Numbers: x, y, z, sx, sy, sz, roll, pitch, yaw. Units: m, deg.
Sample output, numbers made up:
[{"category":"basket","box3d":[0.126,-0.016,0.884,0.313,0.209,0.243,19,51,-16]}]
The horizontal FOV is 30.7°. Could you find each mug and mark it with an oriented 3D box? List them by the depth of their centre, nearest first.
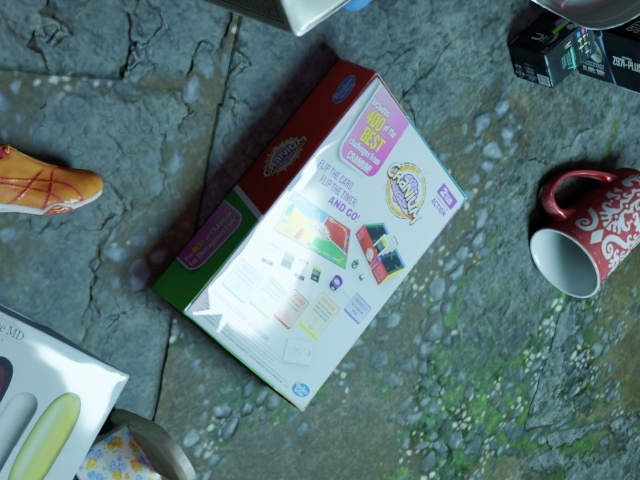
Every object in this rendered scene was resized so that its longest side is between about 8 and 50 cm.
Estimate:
[{"category":"mug","box3d":[0.377,-0.030,1.563,0.169,0.113,0.150,-38,134,-26]}]

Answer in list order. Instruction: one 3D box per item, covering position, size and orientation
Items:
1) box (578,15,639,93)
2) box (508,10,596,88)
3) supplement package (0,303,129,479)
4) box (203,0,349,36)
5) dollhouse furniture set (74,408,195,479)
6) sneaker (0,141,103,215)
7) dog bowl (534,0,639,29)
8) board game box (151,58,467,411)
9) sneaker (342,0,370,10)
[{"category":"box","box3d":[0.436,-0.262,1.464,0.180,0.147,0.077,-33,131,-25]},{"category":"box","box3d":[0.279,-0.232,1.399,0.083,0.062,0.052,-41,132,-19]},{"category":"supplement package","box3d":[-0.313,0.148,0.985,0.194,0.149,0.203,36,78,-45]},{"category":"box","box3d":[-0.065,-0.280,0.940,0.127,0.232,0.148,-40,133,-20]},{"category":"dollhouse furniture set","box3d":[-0.197,0.429,1.085,0.362,0.256,0.394,-36,107,-22]},{"category":"sneaker","box3d":[-0.262,-0.057,1.006,0.175,0.064,0.067,-2,103,-44]},{"category":"dog bowl","box3d":[0.310,-0.417,1.302,0.349,0.102,0.348,-20,123,-34]},{"category":"board game box","box3d":[0.000,0.000,1.268,0.316,0.064,0.242,-51,136,-9]},{"category":"sneaker","box3d":[0.047,-0.331,1.149,0.082,0.069,0.209,-9,113,-76]}]
